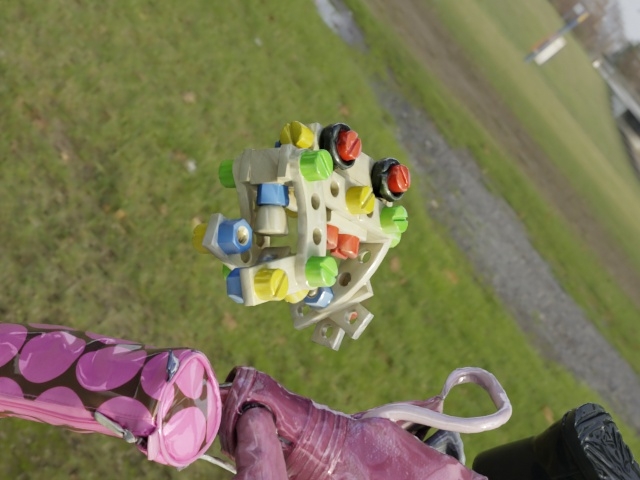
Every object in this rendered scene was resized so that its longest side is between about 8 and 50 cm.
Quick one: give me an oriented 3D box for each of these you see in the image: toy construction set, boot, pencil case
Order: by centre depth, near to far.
[{"bbox_3d":[-0.182,0.109,0.862,0.098,0.209,0.095,-53,140,-49],"label":"pencil case"},{"bbox_3d":[0.000,0.000,1.210,0.328,0.151,0.215,43,50,-64],"label":"toy construction set"},{"bbox_3d":[0.290,0.328,1.354,0.094,0.207,0.246,-11,69,-37],"label":"boot"}]

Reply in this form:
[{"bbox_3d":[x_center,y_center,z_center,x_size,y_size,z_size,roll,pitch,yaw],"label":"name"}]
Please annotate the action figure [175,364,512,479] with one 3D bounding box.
[{"bbox_3d":[-0.003,0.215,1.203,0.370,0.275,0.248,29,10,-17],"label":"action figure"}]
